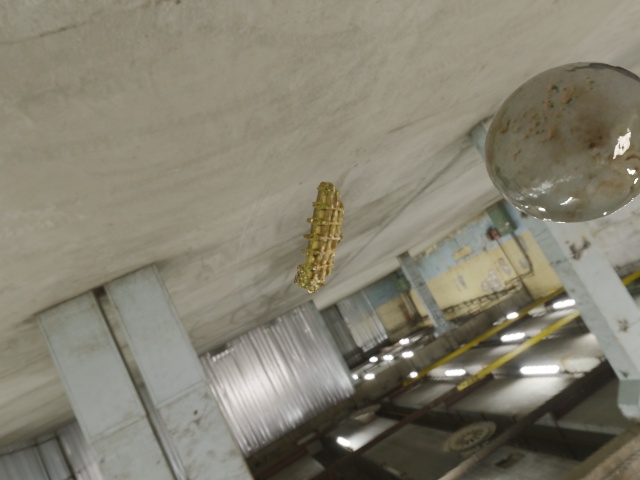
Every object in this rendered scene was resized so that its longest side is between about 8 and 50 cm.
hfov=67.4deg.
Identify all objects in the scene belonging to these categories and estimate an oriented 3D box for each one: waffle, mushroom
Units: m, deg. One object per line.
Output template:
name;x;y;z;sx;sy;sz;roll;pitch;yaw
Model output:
waffle;0.000;0.000;0.906;0.192;0.046;0.161;-64;153;-28
mushroom;0.381;-0.133;0.734;0.243;0.244;0.243;-28;171;-5
